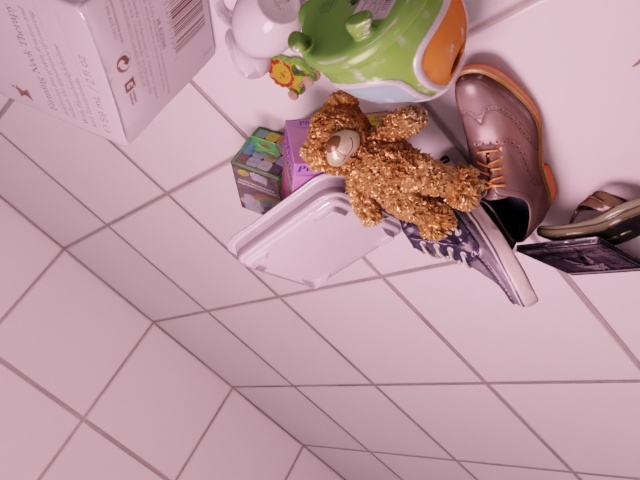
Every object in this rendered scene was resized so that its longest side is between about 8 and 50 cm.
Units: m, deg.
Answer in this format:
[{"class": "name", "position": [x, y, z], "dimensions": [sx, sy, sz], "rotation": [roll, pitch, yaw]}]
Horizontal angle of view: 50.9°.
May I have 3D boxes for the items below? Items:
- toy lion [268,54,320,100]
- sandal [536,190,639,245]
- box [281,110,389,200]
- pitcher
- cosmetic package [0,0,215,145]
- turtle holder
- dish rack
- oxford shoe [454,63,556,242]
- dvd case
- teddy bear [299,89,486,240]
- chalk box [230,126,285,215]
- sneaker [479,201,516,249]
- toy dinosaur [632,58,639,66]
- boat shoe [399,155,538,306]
[{"class": "toy lion", "position": [-0.062, -0.343, 1.380], "dimensions": [0.096, 0.034, 0.100], "rotation": [48, 146, -11]}, {"class": "sandal", "position": [0.537, -0.053, 1.217], "dimensions": [0.120, 0.086, 0.303], "rotation": [15, 154, -37]}, {"class": "box", "position": [0.035, -0.137, 1.401], "dimensions": [0.214, 0.117, 0.243], "rotation": [-6, 147, -10]}, {"class": "pitcher", "position": [-0.126, -0.417, 1.256], "dimensions": [0.177, 0.125, 0.207], "rotation": [54, 157, -7]}, {"class": "cosmetic package", "position": [-0.464, -0.452, 1.285], "dimensions": [0.394, 0.327, 0.329], "rotation": [23, 148, 16]}, {"class": "turtle holder", "position": [0.085, -0.322, 1.082], "dimensions": [0.320, 0.243, 0.227], "rotation": [-19, 141, 40]}, {"class": "dish rack", "position": [0.000, 0.000, 1.433], "dimensions": [0.333, 0.072, 0.286], "rotation": [-35, 142, 31]}, {"class": "oxford shoe", "position": [0.329, -0.149, 1.211], "dimensions": [0.130, 0.132, 0.363], "rotation": [-3, 135, 43]}, {"class": "dvd case", "position": [0.518, 0.033, 1.324], "dimensions": [0.221, 0.018, 0.165], "rotation": [19, 161, -39]}, {"class": "teddy bear", "position": [0.124, -0.122, 1.202], "dimensions": [0.338, 0.113, 0.245], "rotation": [44, 132, -17]}, {"class": "chalk box", "position": [-0.115, -0.170, 1.572], "dimensions": [0.132, 0.132, 0.213], "rotation": [21, 147, 19]}, {"class": "sneaker", "position": [0.280, -0.028, 1.431], "dimensions": [0.286, 0.130, 0.109], "rotation": [11, 146, 32]}, {"class": "toy dinosaur", "position": [0.484, -0.326, 0.924], "dimensions": [0.093, 0.053, 0.183], "rotation": [26, 144, 39]}, {"class": "boat shoe", "position": [0.272, 0.010, 1.315], "dimensions": [0.340, 0.158, 0.127], "rotation": [63, -167, 26]}]
